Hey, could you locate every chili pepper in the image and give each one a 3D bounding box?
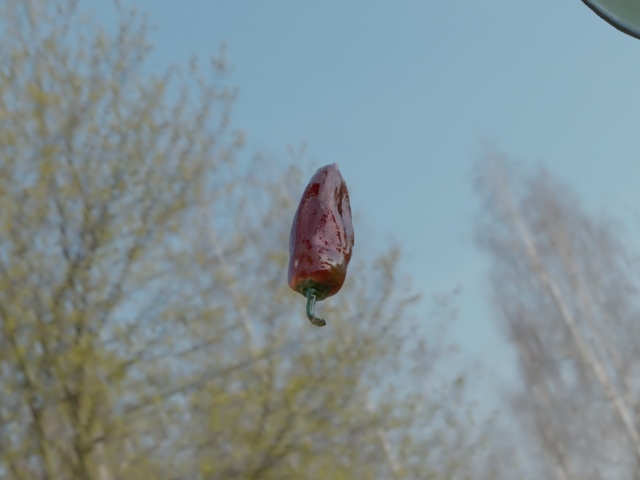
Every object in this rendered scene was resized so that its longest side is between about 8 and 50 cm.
[{"bbox_3d":[-0.001,0.000,1.501,0.050,0.191,0.059,-31,-56,33],"label":"chili pepper"}]

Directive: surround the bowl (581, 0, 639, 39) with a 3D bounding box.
[{"bbox_3d":[0.256,-0.240,1.105,0.238,0.237,0.126,-29,3,22],"label":"bowl"}]
